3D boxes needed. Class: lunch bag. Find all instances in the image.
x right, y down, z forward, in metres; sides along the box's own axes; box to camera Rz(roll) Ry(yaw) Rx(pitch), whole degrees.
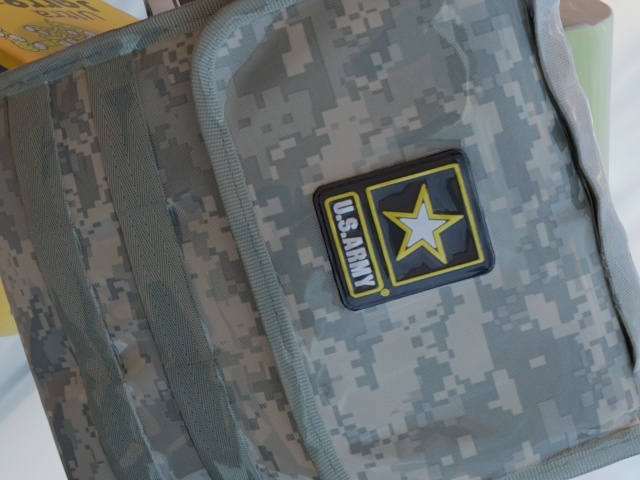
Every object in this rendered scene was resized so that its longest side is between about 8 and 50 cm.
[{"bbox_3d":[0.000,0.000,0.782,0.287,0.235,0.169,-13,-173,37],"label":"lunch bag"}]

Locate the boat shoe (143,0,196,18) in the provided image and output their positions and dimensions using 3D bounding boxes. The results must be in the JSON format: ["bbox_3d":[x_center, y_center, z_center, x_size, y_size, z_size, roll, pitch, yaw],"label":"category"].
[{"bbox_3d":[-0.073,-0.160,1.147,0.083,0.065,0.183,-16,-148,-5],"label":"boat shoe"}]

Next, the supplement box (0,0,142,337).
[{"bbox_3d":[-0.272,-0.099,1.276,0.195,0.356,0.194,-10,122,-53],"label":"supplement box"}]

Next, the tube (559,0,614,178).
[{"bbox_3d":[0.126,-0.014,0.969,0.062,0.240,0.070,-7,-152,-12],"label":"tube"}]
